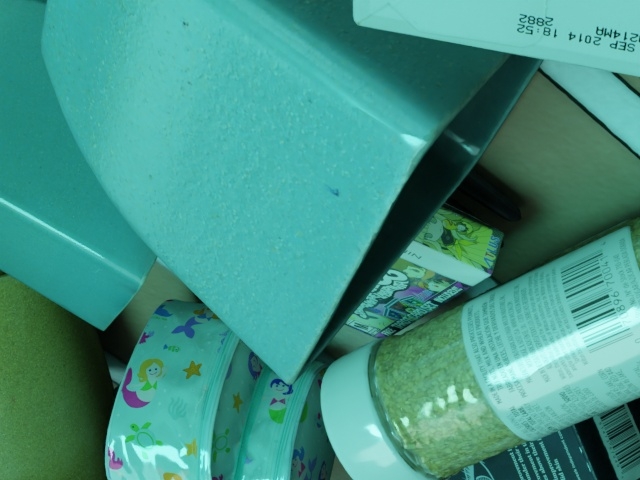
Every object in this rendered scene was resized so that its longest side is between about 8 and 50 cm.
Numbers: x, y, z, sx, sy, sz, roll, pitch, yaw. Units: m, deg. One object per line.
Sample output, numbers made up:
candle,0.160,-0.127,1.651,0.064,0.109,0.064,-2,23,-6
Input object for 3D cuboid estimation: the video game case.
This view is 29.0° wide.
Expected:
video game case,0.000,0.000,0.957,0.210,0.042,0.232,24,159,-10

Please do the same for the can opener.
can opener,0.068,-0.055,0.912,0.186,0.073,0.059,27,101,-8

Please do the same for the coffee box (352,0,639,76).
coffee box,0.130,-0.208,0.491,0.168,0.297,0.119,12,142,11

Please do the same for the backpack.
backpack,-0.089,0.181,1.123,0.191,0.225,0.253,3,141,19

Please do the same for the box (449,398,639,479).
box,0.177,0.192,1.054,0.207,0.108,0.153,-27,82,45

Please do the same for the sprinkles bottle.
sprinkles bottle,0.171,0.074,0.890,0.355,0.121,0.121,-29,122,27

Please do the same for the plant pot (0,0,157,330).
plant pot,-0.210,-0.073,0.887,0.234,0.165,0.165,28,158,-11

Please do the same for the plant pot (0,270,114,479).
plant pot,-0.303,0.101,1.156,0.237,0.237,0.254,13,126,10

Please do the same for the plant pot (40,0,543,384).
plant pot,-0.018,-0.123,0.725,0.252,0.247,0.248,37,143,7
